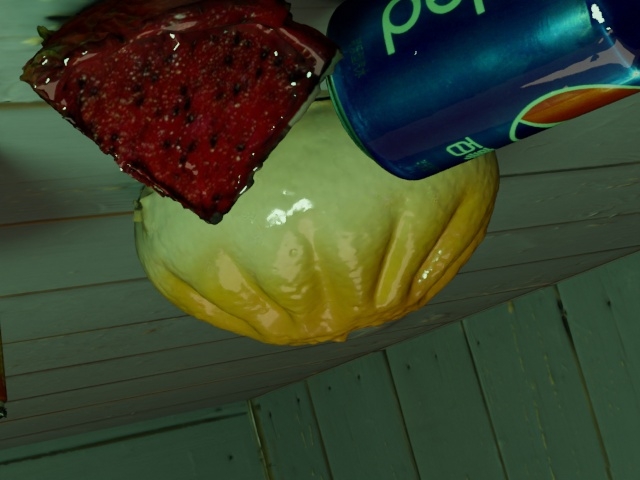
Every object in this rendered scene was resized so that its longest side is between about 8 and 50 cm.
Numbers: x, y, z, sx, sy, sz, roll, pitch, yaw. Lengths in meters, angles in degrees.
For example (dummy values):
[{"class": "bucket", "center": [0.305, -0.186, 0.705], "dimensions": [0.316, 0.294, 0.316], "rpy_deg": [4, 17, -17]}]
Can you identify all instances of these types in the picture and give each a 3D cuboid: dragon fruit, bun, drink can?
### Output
[{"class": "dragon fruit", "center": [-0.088, -0.097, 0.809], "dimensions": [0.127, 0.121, 0.161], "rpy_deg": [31, 178, 45]}, {"class": "bun", "center": [0.000, 0.000, 1.203], "dimensions": [0.298, 0.165, 0.299], "rpy_deg": [-14, 169, -3]}, {"class": "drink can", "center": [0.107, -0.116, 0.848], "dimensions": [0.204, 0.118, 0.118], "rpy_deg": [-23, 168, 32]}]

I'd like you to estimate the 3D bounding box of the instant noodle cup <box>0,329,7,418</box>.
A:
[{"class": "instant noodle cup", "center": [-0.294, 0.045, 0.961], "dimensions": [0.213, 0.174, 0.213], "rpy_deg": [-14, 170, -3]}]
